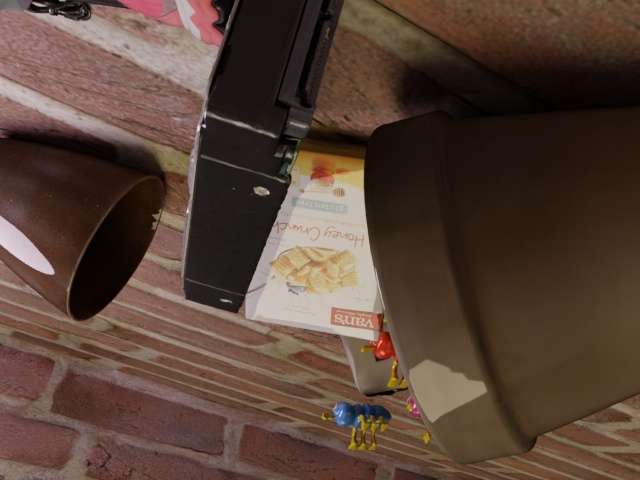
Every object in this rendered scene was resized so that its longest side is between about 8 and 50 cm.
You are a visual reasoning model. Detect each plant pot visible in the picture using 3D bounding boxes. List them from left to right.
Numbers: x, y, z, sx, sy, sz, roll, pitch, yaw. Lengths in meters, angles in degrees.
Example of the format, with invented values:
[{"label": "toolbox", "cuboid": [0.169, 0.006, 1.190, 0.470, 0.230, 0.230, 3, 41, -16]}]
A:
[{"label": "plant pot", "cuboid": [-0.364, -0.042, 0.927, 0.231, 0.215, 0.215, 28, 158, 5]}, {"label": "plant pot", "cuboid": [0.225, 0.010, 0.614, 0.281, 0.323, 0.323, -17, 146, 20]}]

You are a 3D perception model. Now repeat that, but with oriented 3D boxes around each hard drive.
[{"label": "hard drive", "cuboid": [-0.045, -0.100, 0.536, 0.064, 0.236, 0.339, 16, 158, -7]}]

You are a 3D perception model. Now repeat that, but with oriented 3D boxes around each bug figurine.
[{"label": "bug figurine", "cuboid": [0.132, 0.209, 0.992, 0.216, 0.072, 0.279, 9, 136, -13]}]

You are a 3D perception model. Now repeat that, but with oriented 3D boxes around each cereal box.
[{"label": "cereal box", "cuboid": [0.000, 0.000, 0.818, 0.173, 0.047, 0.240, 9, 120, 9]}]

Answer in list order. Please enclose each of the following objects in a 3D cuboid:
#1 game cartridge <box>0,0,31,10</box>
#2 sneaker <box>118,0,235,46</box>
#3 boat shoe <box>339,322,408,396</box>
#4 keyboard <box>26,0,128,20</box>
[{"label": "game cartridge", "cuboid": [-0.329, -0.211, 0.372, 0.295, 0.060, 0.196, 9, 161, 10]}, {"label": "sneaker", "cuboid": [-0.123, -0.237, 0.421, 0.136, 0.115, 0.314, 13, 157, 5]}, {"label": "boat shoe", "cuboid": [0.067, 0.075, 1.011, 0.127, 0.158, 0.340, -10, 135, -5]}, {"label": "keyboard", "cuboid": [-0.243, -0.237, 0.605, 0.180, 0.023, 0.108, 11, 150, 8]}]
